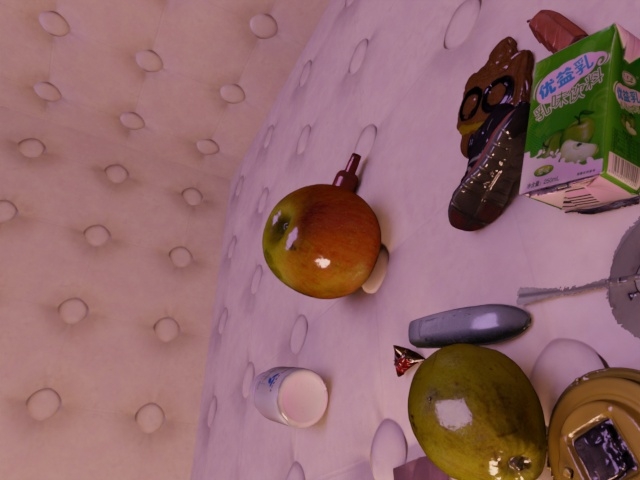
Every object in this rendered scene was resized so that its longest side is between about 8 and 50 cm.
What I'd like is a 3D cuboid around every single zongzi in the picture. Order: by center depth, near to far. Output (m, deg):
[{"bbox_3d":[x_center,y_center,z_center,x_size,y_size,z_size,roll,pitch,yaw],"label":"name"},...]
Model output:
[{"bbox_3d":[0.184,0.258,1.140,0.083,0.074,0.067,-41,20,51],"label":"zongzi"}]

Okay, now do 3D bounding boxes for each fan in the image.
[{"bbox_3d":[0.439,0.056,0.728,0.415,0.012,0.232,-31,38,59],"label":"fan"}]

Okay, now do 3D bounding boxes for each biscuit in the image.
[{"bbox_3d":[0.381,-0.318,1.126,0.208,0.041,0.290,-1,74,66],"label":"biscuit"}]

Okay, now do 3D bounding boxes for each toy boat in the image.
[{"bbox_3d":[0.285,0.168,0.974,0.261,0.085,0.078,-23,54,49],"label":"toy boat"}]

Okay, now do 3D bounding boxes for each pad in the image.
[{"bbox_3d":[0.202,0.497,1.015,0.187,0.006,0.113,-51,32,46],"label":"pad"}]

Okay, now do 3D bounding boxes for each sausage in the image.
[{"bbox_3d":[0.457,-0.399,0.978,0.065,0.065,0.169,-57,28,35],"label":"sausage"}]

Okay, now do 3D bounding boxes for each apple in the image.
[{"bbox_3d":[0.000,0.000,1.456,0.339,0.340,0.339,-48,33,46],"label":"apple"}]

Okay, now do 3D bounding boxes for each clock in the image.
[{"bbox_3d":[0.385,0.282,0.670,0.237,0.057,0.236,-46,35,47],"label":"clock"}]

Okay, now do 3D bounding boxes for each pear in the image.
[{"bbox_3d":[0.244,0.274,0.806,0.269,0.213,0.212,-113,43,-73],"label":"pear"}]

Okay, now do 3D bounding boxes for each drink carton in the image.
[{"bbox_3d":[0.430,-0.186,0.828,0.161,0.108,0.270,-13,62,62],"label":"drink carton"}]

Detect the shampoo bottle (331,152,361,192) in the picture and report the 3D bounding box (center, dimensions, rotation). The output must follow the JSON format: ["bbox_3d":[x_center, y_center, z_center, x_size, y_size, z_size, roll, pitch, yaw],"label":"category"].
[{"bbox_3d":[0.075,-0.175,1.689,0.244,0.086,0.085,-68,23,16],"label":"shampoo bottle"}]

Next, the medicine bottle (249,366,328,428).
[{"bbox_3d":[-0.109,0.473,1.548,0.293,0.170,0.170,-27,50,61],"label":"medicine bottle"}]

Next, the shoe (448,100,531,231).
[{"bbox_3d":[0.332,-0.153,1.018,0.137,0.114,0.290,-98,28,-56],"label":"shoe"}]
